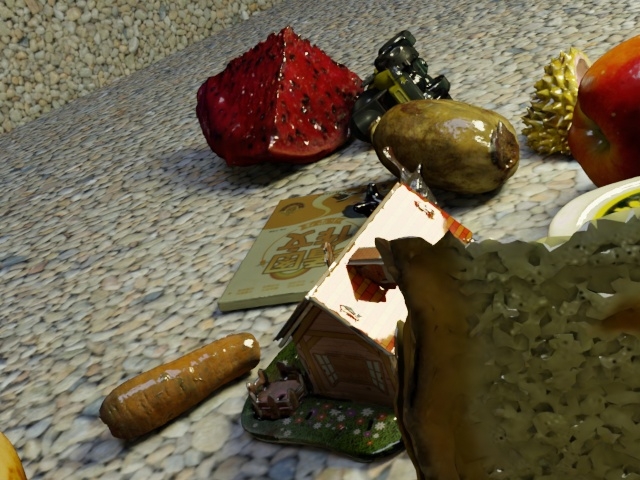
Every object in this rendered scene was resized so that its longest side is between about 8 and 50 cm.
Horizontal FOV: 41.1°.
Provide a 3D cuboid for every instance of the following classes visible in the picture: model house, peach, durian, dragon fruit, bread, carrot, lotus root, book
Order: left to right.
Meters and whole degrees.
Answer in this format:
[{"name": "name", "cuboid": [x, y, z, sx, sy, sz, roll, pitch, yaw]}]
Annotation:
[{"name": "carrot", "cuboid": [-0.146, 0.150, 0.909, 0.186, 0.060, 0.060, -27, 25, -19]}, {"name": "dragon fruit", "cuboid": [-0.095, -0.272, 1.554, 0.330, 0.240, 0.302, 15, 22, 41]}, {"name": "book", "cuboid": [0.000, 0.000, 1.170, 0.208, 0.020, 0.295, -9, 26, 20]}, {"name": "model house", "cuboid": [0.035, 0.054, 0.852, 0.207, 0.154, 0.294, 2, 36, 36]}, {"name": "lotus root", "cuboid": [0.160, -0.135, 1.191, 0.145, 0.128, 0.260, 9, 4, -42]}, {"name": "durian", "cuboid": [0.362, -0.187, 1.222, 0.132, 0.165, 0.182, 27, 65, 5]}, {"name": "bread", "cuboid": [0.187, 0.090, 0.515, 0.249, 0.315, 0.279, -7, 17, 21]}, {"name": "peach", "cuboid": [0.402, -0.136, 0.947, 0.244, 0.199, 0.243, -12, -2, 0]}]

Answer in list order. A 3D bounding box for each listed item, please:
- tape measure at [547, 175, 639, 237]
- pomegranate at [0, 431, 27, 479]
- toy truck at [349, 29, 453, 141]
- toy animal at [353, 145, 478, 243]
[{"name": "tape measure", "cuboid": [0.340, 0.029, 0.735, 0.271, 0.133, 0.231, -16, 32, 3]}, {"name": "pomegranate", "cuboid": [-0.344, 0.244, 0.668, 0.248, 0.248, 0.248, -16, 24, 7]}, {"name": "toy truck", "cuboid": [0.128, -0.258, 1.495, 0.165, 0.147, 0.224, -36, 16, 19]}, {"name": "toy animal", "cuboid": [0.125, -0.039, 1.090, 0.105, 0.070, 0.202, -51, 49, 3]}]
